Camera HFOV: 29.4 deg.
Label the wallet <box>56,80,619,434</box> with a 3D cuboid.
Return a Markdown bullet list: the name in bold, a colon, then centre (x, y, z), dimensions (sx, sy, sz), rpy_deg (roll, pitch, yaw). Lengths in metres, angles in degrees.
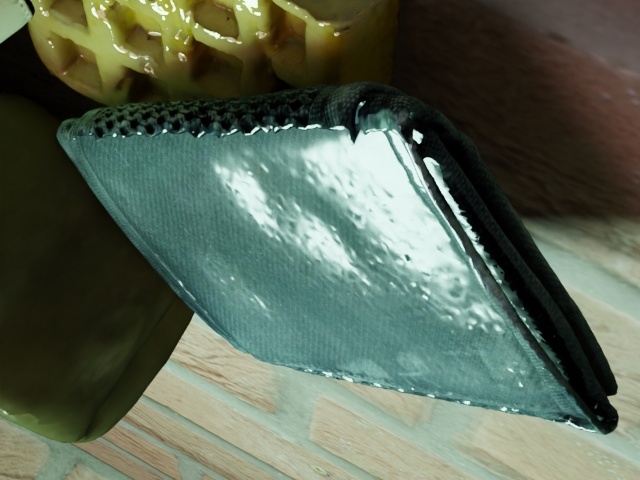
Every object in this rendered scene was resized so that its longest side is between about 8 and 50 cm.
- **wallet**: centre (0.000, 0.000, 0.731), dimensions (0.342, 0.075, 0.237), rpy_deg (4, 141, 52)

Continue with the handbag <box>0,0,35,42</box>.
- **handbag**: centre (-0.367, -0.094, 0.707), dimensions (0.236, 0.358, 0.160), rpy_deg (38, 164, 45)

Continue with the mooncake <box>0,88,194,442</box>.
- **mooncake**: centre (-0.271, -0.012, 0.958), dimensions (0.378, 0.201, 0.378), rpy_deg (35, 171, 6)

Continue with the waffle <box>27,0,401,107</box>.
- **waffle**: centre (-0.075, -0.124, 0.724), dimensions (0.247, 0.055, 0.221), rpy_deg (26, 156, 12)
